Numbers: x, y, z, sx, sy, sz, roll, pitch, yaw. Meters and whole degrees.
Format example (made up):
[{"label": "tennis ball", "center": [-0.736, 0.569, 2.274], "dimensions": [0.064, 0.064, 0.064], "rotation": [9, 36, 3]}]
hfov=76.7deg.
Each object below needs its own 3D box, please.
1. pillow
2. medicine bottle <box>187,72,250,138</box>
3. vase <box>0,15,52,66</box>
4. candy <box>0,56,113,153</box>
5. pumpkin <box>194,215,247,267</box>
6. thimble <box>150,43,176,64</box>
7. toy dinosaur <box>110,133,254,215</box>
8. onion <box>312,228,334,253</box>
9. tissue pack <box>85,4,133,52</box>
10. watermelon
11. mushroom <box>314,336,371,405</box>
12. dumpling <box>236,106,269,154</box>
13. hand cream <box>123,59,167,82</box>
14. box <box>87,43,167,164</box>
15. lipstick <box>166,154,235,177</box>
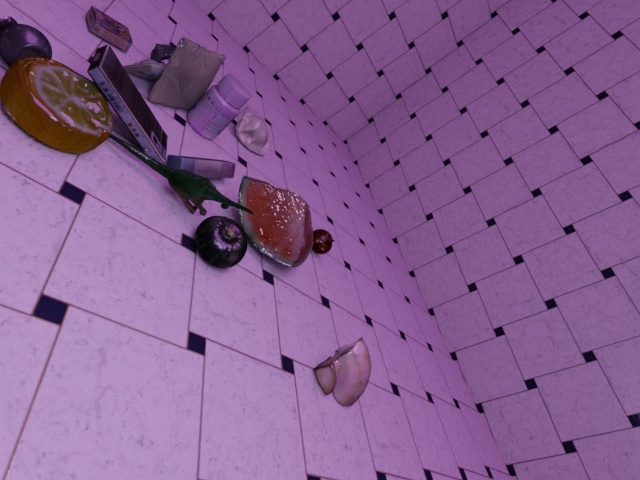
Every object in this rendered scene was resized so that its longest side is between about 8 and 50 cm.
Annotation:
[{"label": "pillow", "center": [-0.523, -0.645, 1.590], "dimensions": [0.076, 0.274, 0.280], "rotation": [41, 21, 8]}, {"label": "medicine bottle", "center": [-0.420, -0.554, 1.676], "dimensions": [0.152, 0.254, 0.152], "rotation": [42, 24, -23]}, {"label": "vase", "center": [-0.800, -0.530, 1.072], "dimensions": [0.183, 0.120, 0.120], "rotation": [45, 18, 19]}, {"label": "candy", "center": [-0.665, -0.345, 1.039], "dimensions": [0.260, 0.118, 0.260], "rotation": [44, 25, -27]}, {"label": "pumpkin", "center": [-0.299, 0.003, 1.234], "dimensions": [0.167, 0.125, 0.167], "rotation": [54, 20, -29]}, {"label": "thimble", "center": [-0.647, -0.758, 1.718], "dimensions": [0.135, 0.118, 0.090], "rotation": [1, 50, -52]}, {"label": "toy dinosaur", "center": [-0.411, -0.199, 1.198], "dimensions": [0.087, 0.446, 0.301], "rotation": [-63, 152, -30]}, {"label": "onion", "center": [0.000, 0.000, 1.870], "dimensions": [0.118, 0.118, 0.117], "rotation": [42, 27, -25]}, {"label": "tissue pack", "center": [-0.805, -0.804, 1.542], "dimensions": [0.148, 0.060, 0.109], "rotation": [16, 41, -55]}, {"label": "watermelon", "center": [-0.173, -0.034, 1.484], "dimensions": [0.292, 0.319, 0.222], "rotation": [14, 60, 2]}, {"label": "mushroom", "center": [0.112, 0.438, 1.347], "dimensions": [0.173, 0.162, 0.236], "rotation": [55, 23, 12]}, {"label": "dumpling", "center": [-0.343, -0.528, 2.015], "dimensions": [0.252, 0.131, 0.179], "rotation": [64, 32, -35]}, {"label": "hand cream", "center": [-0.632, -0.654, 1.588], "dimensions": [0.306, 0.147, 0.093], "rotation": [-38, 130, -68]}, {"label": "box", "center": [-0.570, -0.401, 1.228], "dimensions": [0.325, 0.047, 0.180], "rotation": [69, 1, -45]}, {"label": "lipstick", "center": [-0.418, -0.261, 1.447], "dimensions": [0.068, 0.066, 0.317], "rotation": [14, 12, 17]}]
